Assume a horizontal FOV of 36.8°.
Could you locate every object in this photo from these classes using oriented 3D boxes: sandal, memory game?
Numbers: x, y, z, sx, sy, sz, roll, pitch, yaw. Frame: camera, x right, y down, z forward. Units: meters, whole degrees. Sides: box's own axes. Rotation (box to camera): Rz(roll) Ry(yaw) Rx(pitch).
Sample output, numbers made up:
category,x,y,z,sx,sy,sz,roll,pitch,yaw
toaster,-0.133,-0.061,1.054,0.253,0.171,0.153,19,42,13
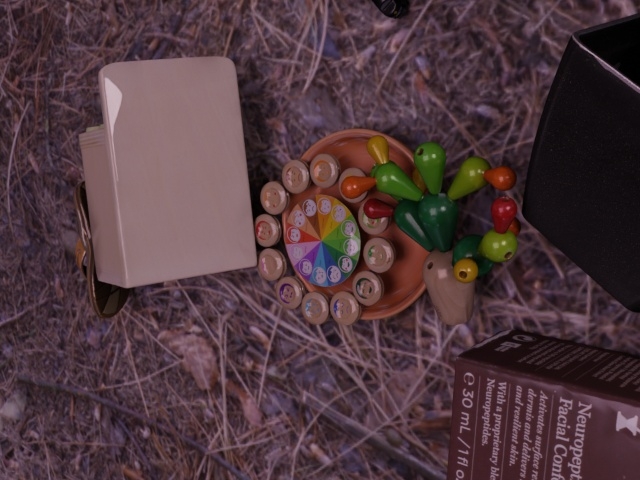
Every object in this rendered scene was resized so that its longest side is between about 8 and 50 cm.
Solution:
category,x,y,z,sx,sy,sz,roll,pitch,yaw
sandal,-0.290,0.013,1.237,0.049,0.072,0.180,-18,82,32
memory game,0.000,0.000,1.015,0.186,0.012,0.186,7,101,36

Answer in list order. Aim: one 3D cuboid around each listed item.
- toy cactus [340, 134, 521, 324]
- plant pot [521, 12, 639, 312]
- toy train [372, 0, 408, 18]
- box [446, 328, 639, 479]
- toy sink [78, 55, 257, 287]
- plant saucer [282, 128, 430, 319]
category,x,y,z,sx,sy,sz,roll,pitch,yaw
toy cactus,0.106,0.000,0.873,0.219,0.112,0.181,24,136,49
plant pot,0.272,-0.057,0.761,0.187,0.188,0.167,45,134,22
toy train,0.033,-0.286,0.976,0.027,0.036,0.158,-46,70,32
box,0.299,0.213,0.801,0.381,0.143,0.191,10,103,33
toy sink,-0.176,-0.077,1.071,0.131,0.152,0.234,5,103,62
plant saucer,0.047,-0.017,1.009,0.200,0.037,0.200,6,100,36
